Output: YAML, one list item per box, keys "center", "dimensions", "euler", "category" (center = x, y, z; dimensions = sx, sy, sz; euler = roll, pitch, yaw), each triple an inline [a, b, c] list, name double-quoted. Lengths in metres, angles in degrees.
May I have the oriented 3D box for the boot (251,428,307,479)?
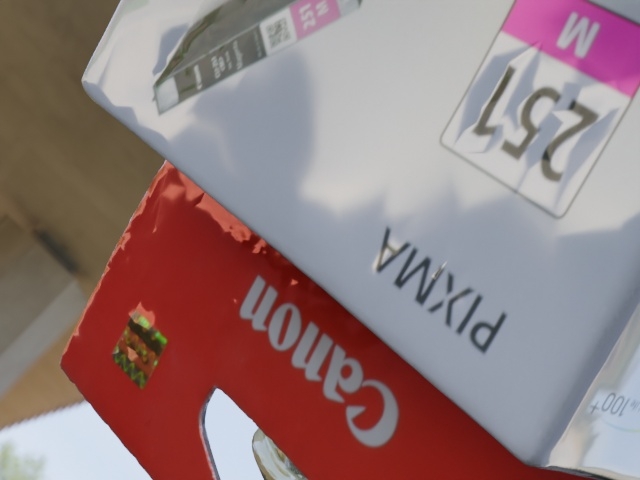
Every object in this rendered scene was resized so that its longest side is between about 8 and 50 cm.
- center: [0.052, 0.089, 0.714]
  dimensions: [0.077, 0.165, 0.213]
  euler: [50, -4, -9]
  category: "boot"

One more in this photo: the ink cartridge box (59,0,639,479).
- center: [0.000, 0.000, 0.468]
  dimensions: [0.060, 0.239, 0.275]
  euler: [21, 12, -42]
  category: "ink cartridge box"
